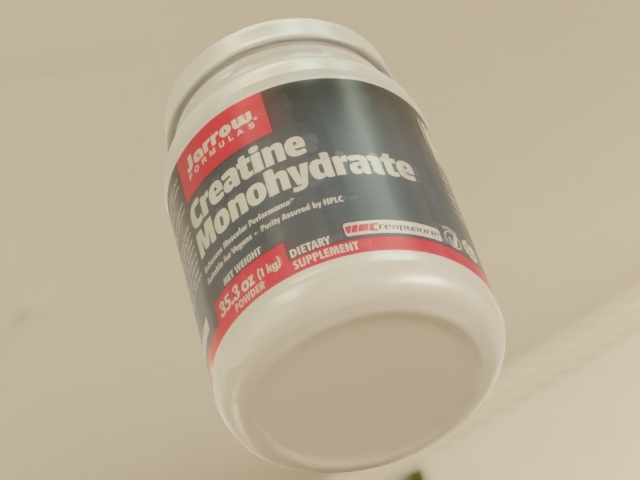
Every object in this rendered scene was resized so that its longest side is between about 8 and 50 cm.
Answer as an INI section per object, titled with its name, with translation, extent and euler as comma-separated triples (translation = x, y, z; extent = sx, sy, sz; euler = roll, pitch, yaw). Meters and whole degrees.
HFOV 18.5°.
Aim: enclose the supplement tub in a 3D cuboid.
[supplement tub]
translation = 0.000, 0.000, 1.318
extent = 0.191, 0.272, 0.191
euler = -10, -43, -9
